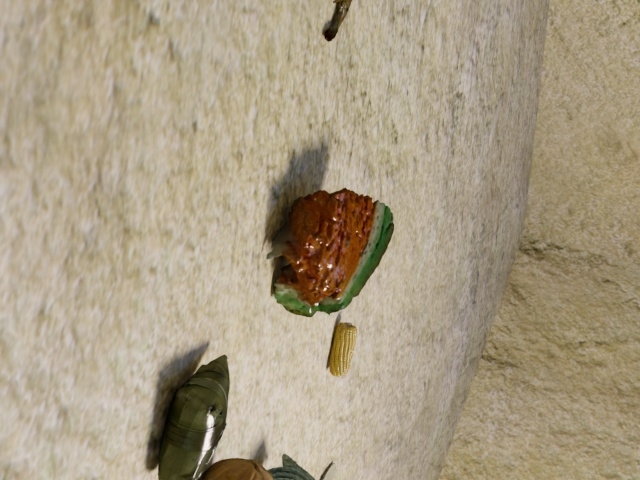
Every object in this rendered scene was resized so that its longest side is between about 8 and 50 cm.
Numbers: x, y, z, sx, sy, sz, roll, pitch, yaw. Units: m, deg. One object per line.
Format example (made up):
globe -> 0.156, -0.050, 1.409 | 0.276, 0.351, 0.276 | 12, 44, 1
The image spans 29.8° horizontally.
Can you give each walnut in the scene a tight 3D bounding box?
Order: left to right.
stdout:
walnut -> -0.103, 0.314, 1.419 | 0.124, 0.105, 0.105 | -64, 169, 22

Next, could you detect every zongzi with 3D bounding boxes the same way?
zongzi -> -0.135, 0.209, 1.296 | 0.130, 0.062, 0.154 | -66, 173, -72

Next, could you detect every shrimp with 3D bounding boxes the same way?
shrimp -> 0.018, -0.275, 1.411 | 0.114, 0.023, 0.083 | -7, 115, -78

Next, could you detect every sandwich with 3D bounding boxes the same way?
sandwich -> 0.004, -0.006, 1.498 | 0.184, 0.109, 0.160 | -61, 140, -35

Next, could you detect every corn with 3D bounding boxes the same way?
corn -> 0.035, 0.171, 1.880 | 0.037, 0.037, 0.092 | -31, 134, -68

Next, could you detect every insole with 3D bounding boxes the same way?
insole -> -0.009, 0.449, 2.047 | 0.192, 0.010, 0.063 | -57, 157, -49

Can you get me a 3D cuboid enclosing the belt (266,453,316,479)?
belt -> -0.044, 0.385, 1.600 | 0.148, 0.163, 0.082 | -35, 148, -24
